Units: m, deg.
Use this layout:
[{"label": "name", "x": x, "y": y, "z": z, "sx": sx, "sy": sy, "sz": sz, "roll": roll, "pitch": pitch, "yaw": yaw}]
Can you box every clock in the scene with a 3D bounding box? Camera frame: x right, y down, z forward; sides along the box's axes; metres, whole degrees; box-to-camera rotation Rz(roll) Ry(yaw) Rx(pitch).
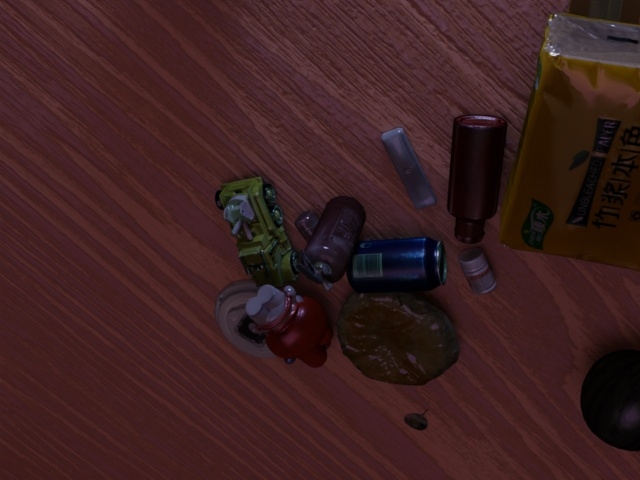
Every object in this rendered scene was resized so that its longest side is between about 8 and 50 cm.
[{"label": "clock", "x": -0.155, "y": 0.205, "z": 1.851, "sx": 0.237, "sy": 0.053, "sz": 0.236, "roll": 8, "pitch": 125, "yaw": 12}]

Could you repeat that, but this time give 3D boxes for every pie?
[{"label": "pie", "x": 0.175, "y": 0.224, "z": 1.750, "sx": 0.307, "sy": 0.071, "sz": 0.306, "roll": 10, "pitch": 127, "yaw": 14}]

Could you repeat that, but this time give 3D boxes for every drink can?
[{"label": "drink can", "x": 0.163, "y": 0.054, "z": 1.613, "sx": 0.205, "sy": 0.118, "sz": 0.118, "roll": -2, "pitch": 121, "yaw": 19}]

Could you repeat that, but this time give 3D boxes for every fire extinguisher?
[{"label": "fire extinguisher", "x": 0.017, "y": 0.009, "z": 1.535, "sx": 0.105, "sy": 0.269, "sz": 0.104, "roll": 8, "pitch": 124, "yaw": 13}]

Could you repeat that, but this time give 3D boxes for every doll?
[{"label": "doll", "x": -0.058, "y": 0.201, "z": 1.743, "sx": 0.161, "sy": 0.130, "sz": 0.290, "roll": -48, "pitch": 135, "yaw": -1}]

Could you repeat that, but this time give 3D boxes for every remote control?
[{"label": "remote control", "x": 0.180, "y": -0.141, "z": 1.536, "sx": 0.050, "sy": 0.027, "sz": 0.184, "roll": -18, "pitch": 116, "yaw": 27}]

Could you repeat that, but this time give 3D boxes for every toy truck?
[{"label": "toy truck", "x": -0.146, "y": 0.002, "z": 1.665, "sx": 0.128, "sy": 0.135, "sz": 0.259, "roll": -9, "pitch": 122, "yaw": 22}]

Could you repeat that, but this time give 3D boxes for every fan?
[{"label": "fan", "x": 0.254, "y": 0.458, "z": 1.920, "sx": 0.080, "sy": 0.003, "sz": 0.060, "roll": -26, "pitch": 112, "yaw": 30}]

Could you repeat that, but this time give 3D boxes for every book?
[{"label": "book", "x": 0.483, "y": -0.382, "z": 1.293, "sx": 0.118, "sy": 0.012, "sz": 0.172, "roll": 7, "pitch": 123, "yaw": 13}]

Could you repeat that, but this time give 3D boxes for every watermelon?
[{"label": "watermelon", "x": 0.654, "y": 0.333, "z": 1.592, "sx": 0.212, "sy": 0.212, "sz": 0.212, "roll": 8, "pitch": 124, "yaw": 12}]

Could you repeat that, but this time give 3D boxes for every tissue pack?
[{"label": "tissue pack", "x": 0.485, "y": -0.162, "z": 1.298, "sx": 0.293, "sy": 0.228, "sz": 0.381, "roll": 10, "pitch": 129, "yaw": 8}]

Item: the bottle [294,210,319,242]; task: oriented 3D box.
[{"label": "bottle", "x": 0.000, "y": 0.000, "z": 1.667, "sx": 0.053, "sy": 0.053, "sz": 0.140, "roll": -26, "pitch": 112, "yaw": 30}]

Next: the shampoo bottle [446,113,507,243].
[{"label": "shampoo bottle", "x": 0.303, "y": -0.117, "z": 1.492, "sx": 0.102, "sy": 0.064, "sz": 0.260, "roll": 5, "pitch": 124, "yaw": 9}]

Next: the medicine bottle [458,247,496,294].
[{"label": "medicine bottle", "x": 0.333, "y": 0.066, "z": 1.606, "sx": 0.057, "sy": 0.057, "sz": 0.089, "roll": -16, "pitch": 116, "yaw": 26}]
